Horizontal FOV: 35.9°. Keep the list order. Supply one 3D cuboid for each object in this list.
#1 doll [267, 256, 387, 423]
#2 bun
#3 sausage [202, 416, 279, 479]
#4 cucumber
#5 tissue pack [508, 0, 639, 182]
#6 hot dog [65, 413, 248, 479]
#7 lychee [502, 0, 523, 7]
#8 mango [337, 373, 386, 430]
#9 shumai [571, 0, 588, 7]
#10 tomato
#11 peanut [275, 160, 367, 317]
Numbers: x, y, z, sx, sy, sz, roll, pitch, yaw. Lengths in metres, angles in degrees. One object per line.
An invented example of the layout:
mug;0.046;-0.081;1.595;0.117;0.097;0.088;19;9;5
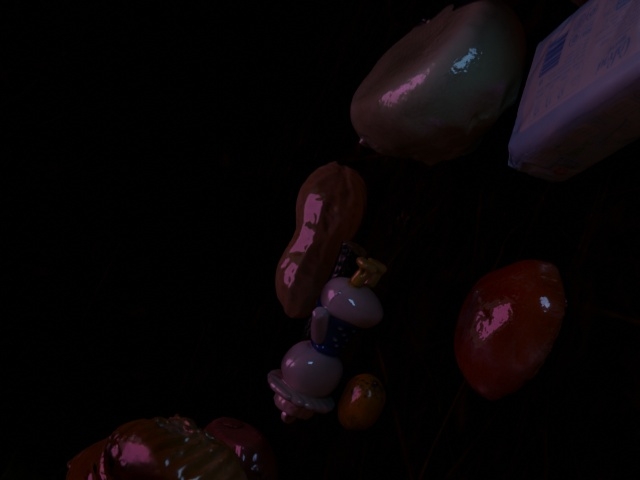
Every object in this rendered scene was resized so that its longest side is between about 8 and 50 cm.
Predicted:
doll;0.011;0.158;1.531;0.138;0.119;0.293;9;-69;-57
bun;0.183;-0.209;1.399;0.283;0.179;0.283;-40;18;15
sausage;-0.154;0.390;1.721;0.152;0.152;0.279;-67;12;-6
cucumber;0.021;0.103;1.748;0.052;0.058;0.215;-114;46;-67
tissue pack;0.299;-0.176;0.978;0.263;0.089;0.177;-36;32;64
hot dog;-0.219;0.443;1.515;0.196;0.367;0.365;-32;-4;-41
lychee;0.279;-0.411;1.488;0.114;0.101;0.140;-58;-19;4
mango;0.054;0.225;1.355;0.114;0.057;0.079;117;168;-60
shumai;0.282;-0.432;1.151;0.267;0.262;0.314;-64;10;2
tomato;0.183;0.081;1.014;0.156;0.069;0.156;-60;13;24
peanut;0.000;0.000;1.871;0.313;0.149;0.149;-67;11;-9
